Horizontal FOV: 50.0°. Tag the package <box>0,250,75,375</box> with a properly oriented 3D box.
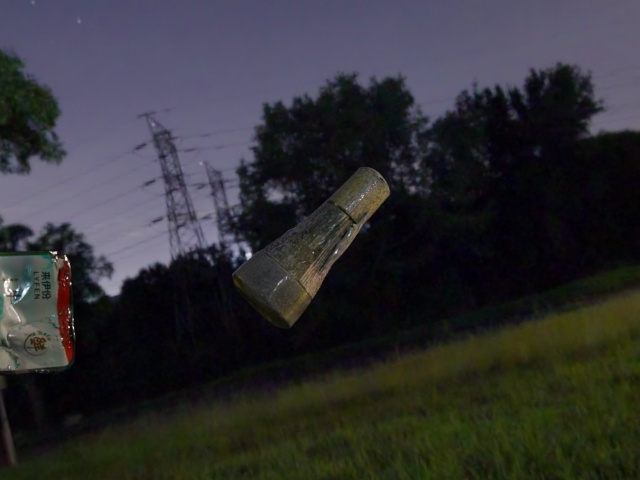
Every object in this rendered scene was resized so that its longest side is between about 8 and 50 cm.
[{"bbox_3d":[-0.424,0.093,0.854,0.232,0.166,0.040,1,-7,-35],"label":"package"}]

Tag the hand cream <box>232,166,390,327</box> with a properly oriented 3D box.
[{"bbox_3d":[0.000,0.000,0.747,0.203,0.084,0.084,-46,3,-13],"label":"hand cream"}]
